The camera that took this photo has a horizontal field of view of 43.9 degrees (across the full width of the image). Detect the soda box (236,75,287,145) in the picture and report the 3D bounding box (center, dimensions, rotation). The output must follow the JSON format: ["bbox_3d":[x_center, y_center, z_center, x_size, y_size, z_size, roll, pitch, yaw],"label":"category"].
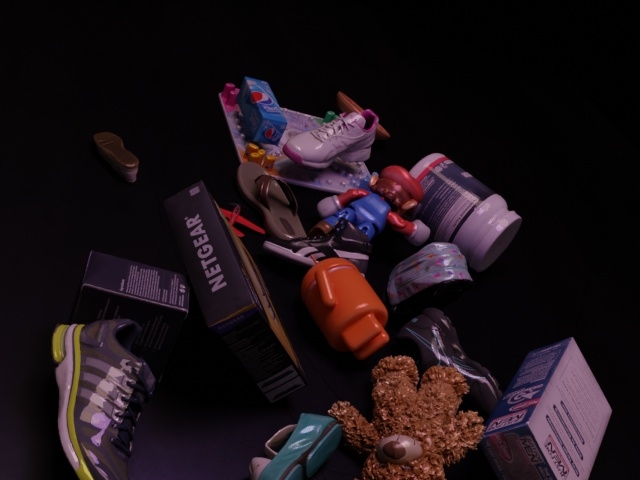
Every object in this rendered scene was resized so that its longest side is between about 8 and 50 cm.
[{"bbox_3d":[-0.149,-0.325,1.982,0.067,0.071,0.210,9,35,-28],"label":"soda box"}]

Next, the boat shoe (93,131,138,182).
[{"bbox_3d":[-0.433,-0.178,1.675,0.056,0.048,0.153,-22,48,-38],"label":"boat shoe"}]

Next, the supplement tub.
[{"bbox_3d":[0.333,-0.069,1.948,0.272,0.191,0.191,40,33,21],"label":"supplement tub"}]

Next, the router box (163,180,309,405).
[{"bbox_3d":[-0.141,0.084,1.315,0.081,0.243,0.309,-28,47,-1],"label":"router box"}]

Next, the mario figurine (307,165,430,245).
[{"bbox_3d":[0.118,-0.040,1.805,0.320,0.170,0.198,-37,103,-36],"label":"mario figurine"}]

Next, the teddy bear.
[{"bbox_3d":[0.145,0.296,1.295,0.245,0.113,0.338,27,35,20],"label":"teddy bear"}]

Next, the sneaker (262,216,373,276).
[{"bbox_3d":[0.000,0.000,1.626,0.217,0.121,0.079,18,-8,-2],"label":"sneaker"}]

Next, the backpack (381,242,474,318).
[{"bbox_3d":[0.221,0.084,1.623,0.152,0.182,0.115,-4,66,-37],"label":"backpack"}]

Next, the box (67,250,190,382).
[{"bbox_3d":[-0.296,0.117,1.208,0.158,0.156,0.093,16,31,-17],"label":"box"}]

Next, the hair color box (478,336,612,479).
[{"bbox_3d":[0.410,0.328,1.423,0.174,0.105,0.347,61,33,-2],"label":"hair color box"}]

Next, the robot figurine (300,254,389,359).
[{"bbox_3d":[0.042,0.119,1.496,0.158,0.128,0.219,2,38,-37],"label":"robot figurine"}]

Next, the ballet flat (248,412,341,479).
[{"bbox_3d":[-0.054,0.333,1.163,0.087,0.083,0.247,11,24,22],"label":"ballet flat"}]

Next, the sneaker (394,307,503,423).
[{"bbox_3d":[0.245,0.255,1.511,0.106,0.101,0.267,-24,58,-21],"label":"sneaker"}]

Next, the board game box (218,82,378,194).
[{"bbox_3d":[-0.051,-0.264,2.087,0.390,0.050,0.390,10,34,-26],"label":"board game box"}]

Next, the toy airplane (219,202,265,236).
[{"bbox_3d":[-0.187,-0.043,1.664,0.151,0.028,0.151,21,31,-13],"label":"toy airplane"}]

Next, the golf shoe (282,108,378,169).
[{"bbox_3d":[0.029,-0.259,1.957,0.115,0.140,0.306,43,36,23],"label":"golf shoe"}]

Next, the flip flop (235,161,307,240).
[{"bbox_3d":[-0.100,-0.090,1.753,0.112,0.080,0.277,4,37,-34],"label":"flip flop"}]

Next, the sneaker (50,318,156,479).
[{"bbox_3d":[-0.278,0.218,1.056,0.121,0.111,0.300,-20,54,-5],"label":"sneaker"}]

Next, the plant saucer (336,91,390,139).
[{"bbox_3d":[0.118,-0.357,2.320,0.200,0.037,0.200,39,13,-11],"label":"plant saucer"}]
